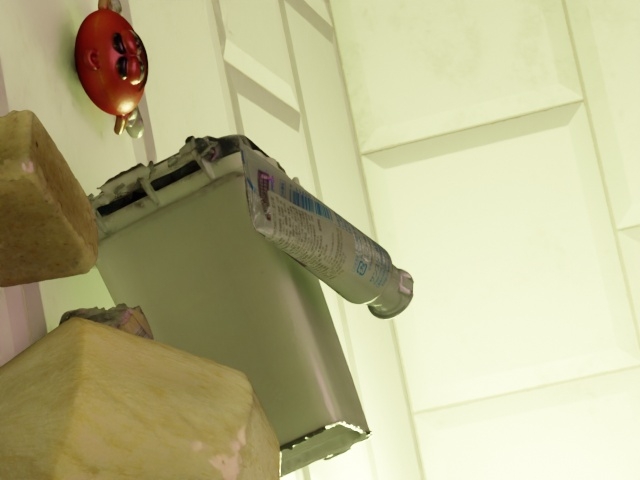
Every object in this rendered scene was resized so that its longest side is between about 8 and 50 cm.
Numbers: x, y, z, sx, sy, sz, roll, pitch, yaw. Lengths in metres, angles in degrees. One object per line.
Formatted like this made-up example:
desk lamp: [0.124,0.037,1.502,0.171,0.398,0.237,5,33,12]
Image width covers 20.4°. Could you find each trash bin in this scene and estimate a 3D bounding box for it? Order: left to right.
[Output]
trash bin: [-0.107,0.084,2.011,0.296,0.255,0.368,42,24,-72]

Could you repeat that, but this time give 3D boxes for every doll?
doll: [-0.254,-0.224,2.203,0.217,0.085,0.183,57,22,-81]

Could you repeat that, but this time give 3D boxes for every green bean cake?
green bean cake: [-0.298,-0.038,1.744,0.179,0.109,0.085,62,18,-49]

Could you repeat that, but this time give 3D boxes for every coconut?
coconut: [-0.202,0.214,1.556,0.329,0.328,0.329,-13,90,-78]

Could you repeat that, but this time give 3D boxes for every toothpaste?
toothpaste: [0.000,0.000,1.953,0.299,0.073,0.114,37,36,-46]

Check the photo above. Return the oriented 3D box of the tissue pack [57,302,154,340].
tissue pack: [-0.214,0.213,1.836,0.215,0.123,0.257,-58,133,-70]
